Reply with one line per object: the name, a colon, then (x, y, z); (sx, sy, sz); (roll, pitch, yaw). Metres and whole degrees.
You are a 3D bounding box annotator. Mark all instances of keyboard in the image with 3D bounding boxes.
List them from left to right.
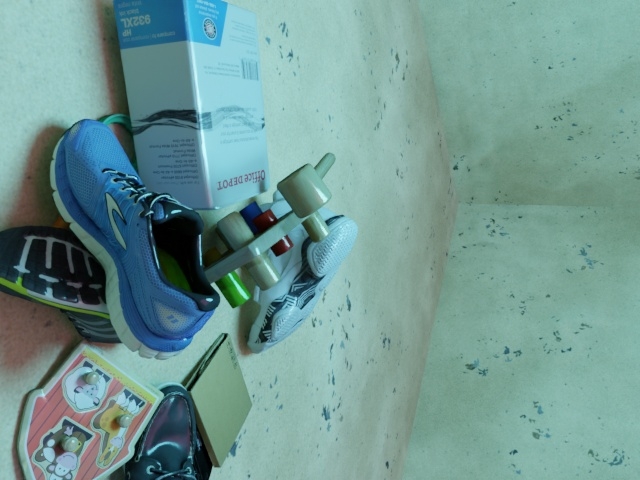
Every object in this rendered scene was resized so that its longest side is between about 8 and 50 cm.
keyboard: (-0.244, 0.377, 0.941); (0.100, 0.038, 0.192); (-84, 166, -68)

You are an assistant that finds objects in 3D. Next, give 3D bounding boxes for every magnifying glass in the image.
magnifying glass: (-0.320, -0.086, 0.725); (0.092, 0.026, 0.231); (60, 43, -49)

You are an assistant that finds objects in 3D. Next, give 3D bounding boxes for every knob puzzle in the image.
knob puzzle: (-0.325, 0.263, 0.708); (0.213, 0.030, 0.213); (-2, 93, -51)

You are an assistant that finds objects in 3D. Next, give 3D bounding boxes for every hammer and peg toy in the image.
hammer and peg toy: (-0.087, -0.006, 0.845); (0.127, 0.361, 0.266); (57, 34, -6)

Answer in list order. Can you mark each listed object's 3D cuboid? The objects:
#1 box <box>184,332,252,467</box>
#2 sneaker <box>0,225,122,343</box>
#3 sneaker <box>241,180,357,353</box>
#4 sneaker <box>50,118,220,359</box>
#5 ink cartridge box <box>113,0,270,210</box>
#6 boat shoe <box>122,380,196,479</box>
box: (-0.196, 0.312, 1.001); (0.164, 0.021, 0.201); (-61, 145, -56)
sneaker: (-0.306, 0.083, 0.677); (0.300, 0.121, 0.111); (32, 31, -40)
sneaker: (-0.093, 0.056, 1.089); (0.366, 0.210, 0.137); (-57, 160, 19)
sneaker: (-0.220, -0.025, 0.644); (0.330, 0.147, 0.130); (59, 24, 11)
ink cartridge box: (-0.192, -0.217, 0.828); (0.223, 0.129, 0.307); (-37, 126, -67)
boat shoe: (-0.250, 0.402, 0.797); (0.127, 0.113, 0.340); (24, 73, -38)
